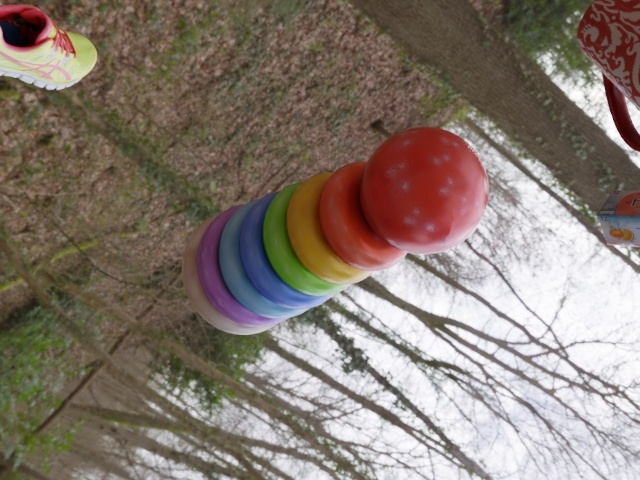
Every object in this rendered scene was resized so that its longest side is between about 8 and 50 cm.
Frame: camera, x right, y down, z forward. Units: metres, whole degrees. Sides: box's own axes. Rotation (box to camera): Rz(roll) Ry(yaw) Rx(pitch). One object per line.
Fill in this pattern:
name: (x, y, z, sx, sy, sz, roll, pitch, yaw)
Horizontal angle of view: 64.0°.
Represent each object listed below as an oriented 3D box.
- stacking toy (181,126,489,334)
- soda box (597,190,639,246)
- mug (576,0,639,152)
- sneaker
stacking toy: (0.000, 0.000, 0.453, 0.330, 0.141, 0.141, -22, -142, 52)
soda box: (0.481, -0.027, 0.688, 0.058, 0.063, 0.183, -48, -150, -25)
mug: (0.362, -0.193, 0.573, 0.150, 0.113, 0.169, -56, -140, 37)
sneaker: (-0.350, -0.245, 0.638, 0.094, 0.081, 0.208, -23, -174, 25)
